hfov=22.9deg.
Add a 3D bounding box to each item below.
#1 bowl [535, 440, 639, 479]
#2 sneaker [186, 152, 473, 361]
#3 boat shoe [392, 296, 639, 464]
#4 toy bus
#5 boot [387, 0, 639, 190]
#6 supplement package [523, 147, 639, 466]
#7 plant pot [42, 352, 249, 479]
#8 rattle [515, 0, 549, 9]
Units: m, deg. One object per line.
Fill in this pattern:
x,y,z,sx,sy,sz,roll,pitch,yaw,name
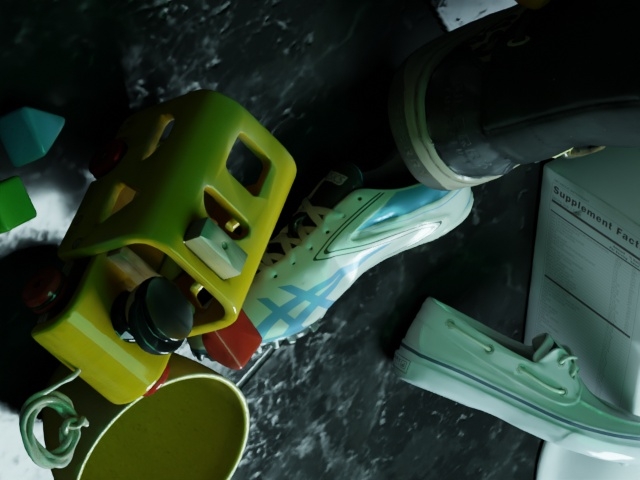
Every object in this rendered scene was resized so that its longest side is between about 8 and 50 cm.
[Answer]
0.362,0.200,1.554,0.298,0.134,0.298,-26,134,-30,bowl
0.000,0.000,1.094,0.237,0.085,0.086,-35,113,-17,sneaker
0.173,0.111,1.262,0.226,0.083,0.076,20,97,-10,boat shoe
-0.088,0.010,0.914,0.191,0.104,0.202,-12,86,-49,toy bus
0.256,-0.153,1.037,0.377,0.284,0.138,-30,104,-31,boot
0.269,0.041,1.334,0.134,0.139,0.244,-25,135,-29,supplement package
-0.128,0.119,1.034,0.134,0.095,0.134,-25,134,-29,plant pot
0.175,-0.222,1.044,0.200,0.143,0.130,-5,108,-36,rattle
